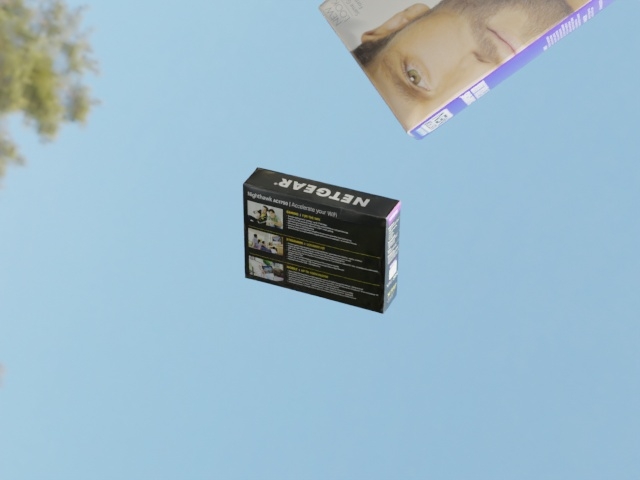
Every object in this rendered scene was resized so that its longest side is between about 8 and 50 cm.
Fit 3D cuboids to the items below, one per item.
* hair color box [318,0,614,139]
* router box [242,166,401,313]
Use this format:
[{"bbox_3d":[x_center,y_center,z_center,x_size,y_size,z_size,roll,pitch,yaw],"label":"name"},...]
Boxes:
[{"bbox_3d":[0.190,-0.287,1.627,0.339,0.110,0.185,-36,-97,10],"label":"hair color box"},{"bbox_3d":[0.000,0.000,1.623,0.179,0.046,0.133,14,-53,19],"label":"router box"}]
